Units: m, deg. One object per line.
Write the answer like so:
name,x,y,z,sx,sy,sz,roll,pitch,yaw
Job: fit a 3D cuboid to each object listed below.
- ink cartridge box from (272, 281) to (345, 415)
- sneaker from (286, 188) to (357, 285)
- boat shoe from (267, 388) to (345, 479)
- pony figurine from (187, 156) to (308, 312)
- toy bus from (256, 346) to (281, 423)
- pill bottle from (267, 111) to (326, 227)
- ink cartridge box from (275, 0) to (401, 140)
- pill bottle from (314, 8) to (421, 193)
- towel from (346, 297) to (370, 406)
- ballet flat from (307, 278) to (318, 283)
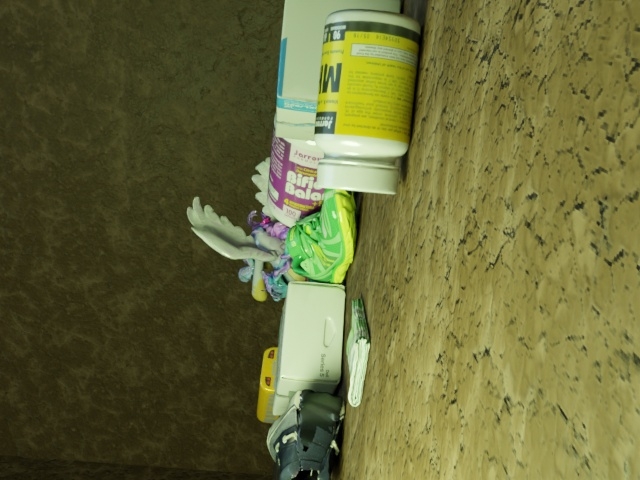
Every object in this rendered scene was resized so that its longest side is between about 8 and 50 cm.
ink cartridge box,-0.027,0.224,1.558,0.273,0.115,0.198,104,171,-63
sneaker,0.000,0.000,1.432,0.295,0.124,0.109,103,172,-57
boat shoe,-0.041,0.400,1.397,0.340,0.127,0.158,103,179,-56
pony figurine,-0.118,0.012,1.917,0.303,0.351,0.363,-39,-20,-26
toy bus,-0.079,0.358,1.828,0.332,0.130,0.108,103,173,-62
pill bottle,-0.008,-0.175,1.469,0.169,0.169,0.301,-89,5,-46
ink cartridge box,0.019,-0.259,1.206,0.232,0.168,0.171,122,152,-82
pill bottle,0.054,-0.164,0.948,0.119,0.119,0.208,-139,55,-85
towel,0.052,0.167,1.191,0.152,0.023,0.113,-95,12,-70
ballet flat,0.005,0.110,1.729,0.073,0.080,0.232,-36,-39,-57
